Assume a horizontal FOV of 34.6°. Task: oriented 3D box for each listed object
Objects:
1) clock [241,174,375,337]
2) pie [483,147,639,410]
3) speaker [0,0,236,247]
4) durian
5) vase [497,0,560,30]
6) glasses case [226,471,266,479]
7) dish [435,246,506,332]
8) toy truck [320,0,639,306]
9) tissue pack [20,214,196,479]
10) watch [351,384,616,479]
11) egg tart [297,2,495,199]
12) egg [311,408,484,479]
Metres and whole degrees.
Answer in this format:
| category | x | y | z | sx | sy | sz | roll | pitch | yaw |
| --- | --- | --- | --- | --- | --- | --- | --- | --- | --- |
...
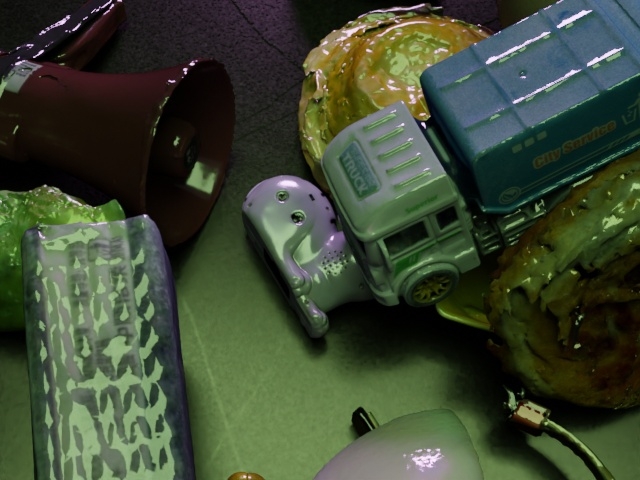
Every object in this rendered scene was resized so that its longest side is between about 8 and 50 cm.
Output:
| category | x | y | z | sx | sy | sz | roll | pitch | yaw |
| --- | --- | --- | --- | --- | --- | --- | --- | --- | --- |
| clock | 0.000 | 0.000 | 1.055 | 0.117 | 0.080 | 0.176 | -28 | 70 | -14 |
| pie | 0.291 | 0.040 | 0.938 | 0.308 | 0.308 | 0.085 | -16 | 42 | -10 |
| speaker | -0.248 | -0.167 | 1.075 | 0.330 | 0.198 | 0.259 | 23 | 79 | 17 |
| durian | -0.296 | 0.021 | 0.994 | 0.250 | 0.139 | 0.101 | 2 | 32 | 18 |
| vase | 0.377 | -0.248 | 1.131 | 0.302 | 0.241 | 0.329 | 46 | 45 | 5 |
| glasses case | -0.068 | 0.323 | 0.904 | 0.064 | 0.079 | 0.234 | 4 | 65 | -9 |
| dish | 0.197 | 0.027 | 1.046 | 0.208 | 0.080 | 0.148 | -28 | 77 | -13 |
| toy truck | 0.181 | -0.089 | 0.937 | 0.367 | 0.175 | 0.146 | -28 | 51 | 3 |
| tissue pack | -0.162 | 0.214 | 0.835 | 0.124 | 0.288 | 0.394 | -4 | 66 | -12 |
| watch | 0.166 | 0.224 | 0.954 | 0.165 | 0.102 | 0.268 | -37 | 69 | -6 |
| egg tart | 0.112 | -0.147 | 1.110 | 0.295 | 0.116 | 0.294 | 0 | 66 | 0 |
| egg | 0.036 | 0.278 | 0.829 | 0.162 | 0.206 | 0.270 | 3 | 94 | -11 |
